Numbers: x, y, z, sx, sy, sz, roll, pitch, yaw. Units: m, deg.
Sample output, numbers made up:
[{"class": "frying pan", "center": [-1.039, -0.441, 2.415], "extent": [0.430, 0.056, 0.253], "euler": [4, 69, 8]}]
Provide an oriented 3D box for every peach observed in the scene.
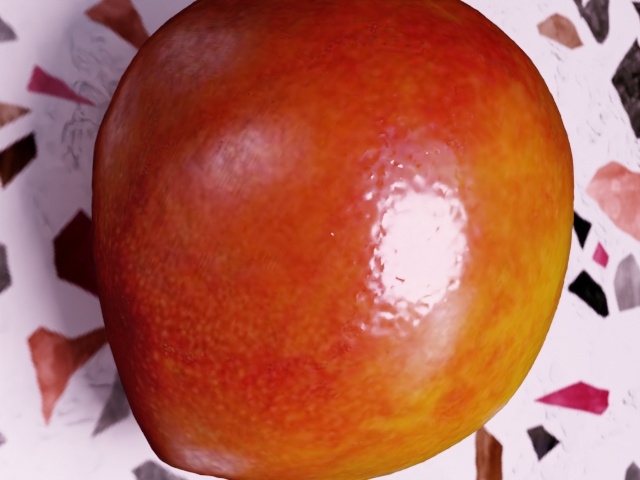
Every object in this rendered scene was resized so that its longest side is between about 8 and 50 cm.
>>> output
[{"class": "peach", "center": [0.000, 0.000, 1.001], "extent": [0.308, 0.308, 0.332], "euler": [30, 87, -31]}]
